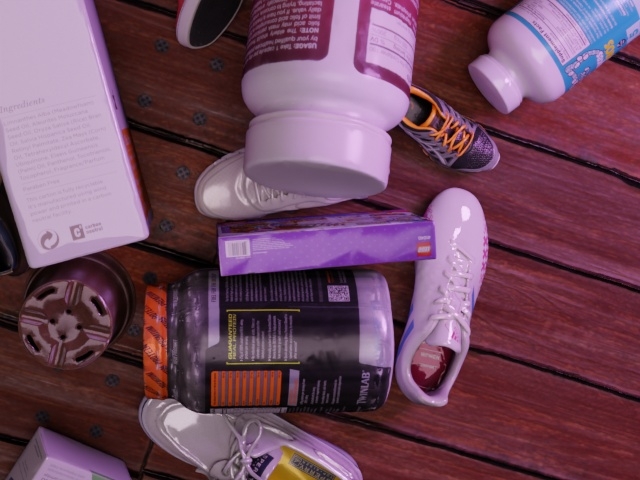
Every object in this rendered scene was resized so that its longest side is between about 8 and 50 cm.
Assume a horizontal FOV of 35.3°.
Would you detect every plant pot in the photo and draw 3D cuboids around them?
[{"bbox_3d":[-0.348,0.102,1.418,0.167,0.165,0.166,-1,98,-7],"label":"plant pot"}]

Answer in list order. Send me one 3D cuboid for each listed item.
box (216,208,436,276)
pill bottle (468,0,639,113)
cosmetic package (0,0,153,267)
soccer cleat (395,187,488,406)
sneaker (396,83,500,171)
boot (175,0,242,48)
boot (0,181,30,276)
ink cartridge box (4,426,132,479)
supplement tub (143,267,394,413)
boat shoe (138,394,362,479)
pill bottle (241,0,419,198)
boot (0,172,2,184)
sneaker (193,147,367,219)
[{"bbox_3d":[0.000,0.000,1.427,0.293,0.201,0.057,-4,97,-6],"label":"box"},{"bbox_3d":[0.345,-0.298,1.454,0.264,0.146,0.146,-38,100,0],"label":"pill bottle"},{"bbox_3d":[-0.359,-0.212,1.342,0.162,0.230,0.453,-15,100,-5],"label":"cosmetic package"},{"bbox_3d":[0.191,0.090,1.491,0.116,0.143,0.331,9,96,-8],"label":"soccer cleat"},{"bbox_3d":[0.174,-0.165,1.485,0.215,0.083,0.084,29,92,-11],"label":"sneaker"},{"bbox_3d":[-0.185,-0.409,1.416,0.176,0.088,0.244,39,124,26],"label":"boot"},{"bbox_3d":[-0.469,-0.047,1.412,0.082,0.106,0.219,-27,100,-3],"label":"boot"},{"bbox_3d":[-0.397,0.404,1.472,0.154,0.093,0.212,32,95,-31],"label":"ink cartridge box"},{"bbox_3d":[-0.076,0.141,1.425,0.338,0.207,0.207,1,98,-6],"label":"supplement tub"},{"bbox_3d":[-0.098,0.325,1.483,0.367,0.156,0.135,29,93,-10],"label":"boat shoe"},{"bbox_3d":[0.015,-0.266,1.330,0.224,0.224,0.392,9,79,-8],"label":"pill bottle"},{"bbox_3d":[-0.554,-0.022,1.366,0.236,0.089,0.269,28,104,19],"label":"boot"},{"bbox_3d":[-0.040,-0.088,1.454,0.292,0.118,0.110,-11,101,-4],"label":"sneaker"}]
